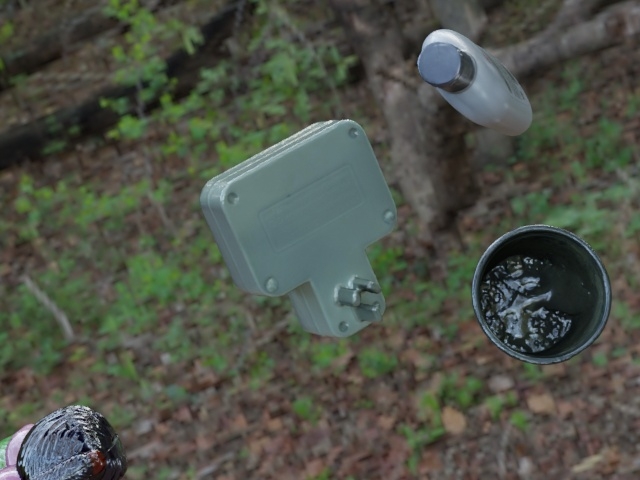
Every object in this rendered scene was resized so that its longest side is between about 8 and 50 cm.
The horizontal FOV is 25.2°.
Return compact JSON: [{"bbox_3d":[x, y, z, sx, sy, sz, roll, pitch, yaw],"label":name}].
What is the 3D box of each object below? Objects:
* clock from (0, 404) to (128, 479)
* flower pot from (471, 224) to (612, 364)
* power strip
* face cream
[{"bbox_3d":[-0.275,0.228,1.355,0.195,0.100,0.194,-30,6,1],"label":"clock"},{"bbox_3d":[0.243,0.066,1.635,0.157,0.157,0.107,-22,-6,-6],"label":"flower pot"},{"bbox_3d":[0.000,0.000,1.856,0.229,0.261,0.141,-30,17,-25],"label":"power strip"},{"bbox_3d":[0.186,-0.199,1.776,0.071,0.144,0.291,-41,-12,14],"label":"face cream"}]
